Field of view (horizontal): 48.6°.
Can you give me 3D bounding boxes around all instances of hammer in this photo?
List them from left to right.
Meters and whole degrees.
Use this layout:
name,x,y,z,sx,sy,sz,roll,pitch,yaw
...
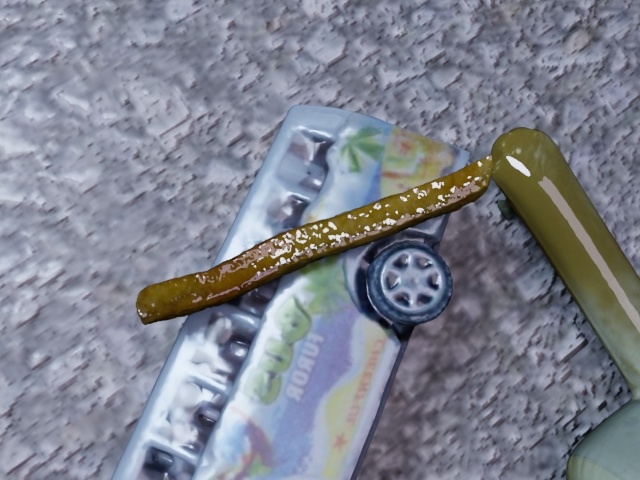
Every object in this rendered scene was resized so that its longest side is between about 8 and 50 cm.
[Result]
name,x,y,z,sx,sy,sz,roll,pitch,yaw
hammer,0.206,0.056,0.480,0.201,0.113,0.306,-32,83,-17

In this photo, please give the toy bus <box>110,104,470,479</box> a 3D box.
name,x,y,z,sx,sy,sz,roll,pitch,yaw
toy bus,-0.020,0.083,0.428,0.135,0.109,0.330,23,77,3

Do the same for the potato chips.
name,x,y,z,sx,sy,sz,roll,pitch,yaw
potato chips,0.000,0.000,0.384,0.203,0.037,0.026,-20,81,-3
